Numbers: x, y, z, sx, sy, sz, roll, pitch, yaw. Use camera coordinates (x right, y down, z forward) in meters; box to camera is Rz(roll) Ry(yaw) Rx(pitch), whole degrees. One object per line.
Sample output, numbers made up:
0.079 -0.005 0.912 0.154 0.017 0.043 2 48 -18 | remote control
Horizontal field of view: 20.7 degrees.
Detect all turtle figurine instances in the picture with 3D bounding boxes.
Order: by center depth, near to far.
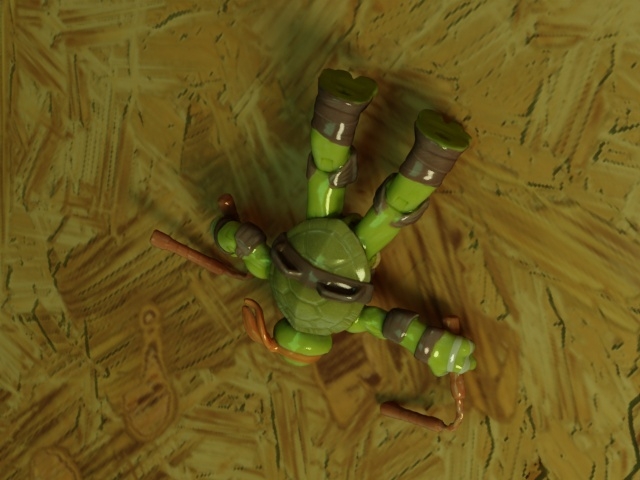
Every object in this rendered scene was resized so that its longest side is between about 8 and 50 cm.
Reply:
0.000 0.000 1.174 0.269 0.087 0.217 32 117 24 | turtle figurine
